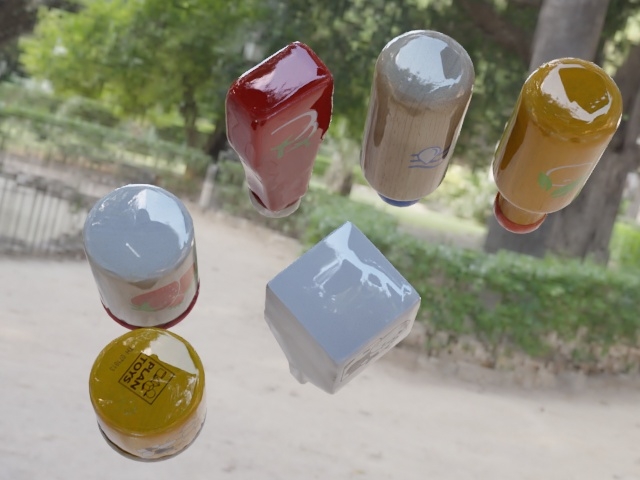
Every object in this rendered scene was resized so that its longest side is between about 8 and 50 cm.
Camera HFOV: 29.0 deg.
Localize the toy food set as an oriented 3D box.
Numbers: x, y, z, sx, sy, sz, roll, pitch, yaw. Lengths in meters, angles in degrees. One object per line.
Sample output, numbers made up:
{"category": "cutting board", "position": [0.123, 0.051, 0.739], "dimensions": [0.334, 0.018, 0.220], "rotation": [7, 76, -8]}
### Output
{"category": "toy food set", "position": [0.000, 0.000, 0.493], "dimensions": [0.111, 0.232, 0.104], "rotation": [47, -19, 16]}
